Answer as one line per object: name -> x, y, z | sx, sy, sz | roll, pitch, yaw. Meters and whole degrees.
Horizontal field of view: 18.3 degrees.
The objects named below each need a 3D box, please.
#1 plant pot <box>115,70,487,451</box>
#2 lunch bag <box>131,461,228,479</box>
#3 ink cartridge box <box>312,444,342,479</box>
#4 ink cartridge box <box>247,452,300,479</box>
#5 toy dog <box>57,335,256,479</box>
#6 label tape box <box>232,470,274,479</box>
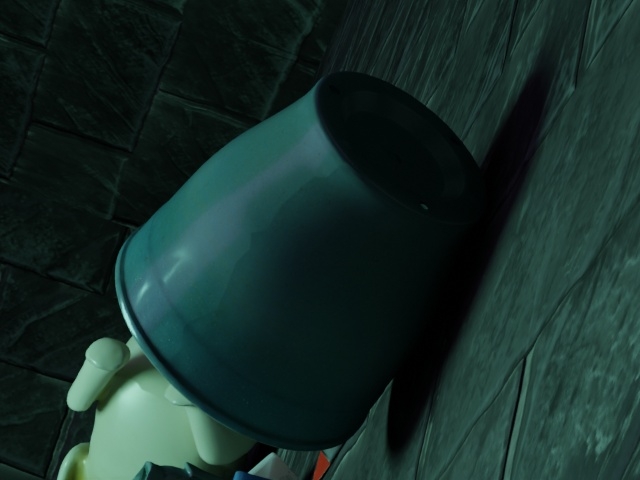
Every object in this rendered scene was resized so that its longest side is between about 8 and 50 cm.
plant pot -> 0.000, 0.000, 1.732 | 0.255, 0.271, 0.271 | -50, 16, 31
lunch bag -> -0.077, 0.303, 1.530 | 0.160, 0.223, 0.262 | -94, 26, -62
ink cartridge box -> 0.015, 0.152, 2.054 | 0.179, 0.045, 0.145 | 121, 168, -51
ink cartridge box -> -0.126, 0.358, 2.247 | 0.165, 0.065, 0.333 | -40, -8, -26
toy dog -> -0.165, 0.224, 2.634 | 0.395, 0.284, 0.408 | 19, -91, -59
label tape box -> -0.085, 0.416, 1.794 | 0.249, 0.115, 0.348 | -95, 23, -77
